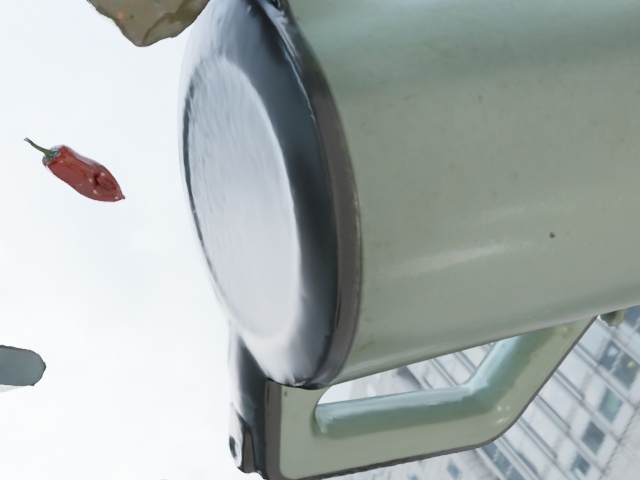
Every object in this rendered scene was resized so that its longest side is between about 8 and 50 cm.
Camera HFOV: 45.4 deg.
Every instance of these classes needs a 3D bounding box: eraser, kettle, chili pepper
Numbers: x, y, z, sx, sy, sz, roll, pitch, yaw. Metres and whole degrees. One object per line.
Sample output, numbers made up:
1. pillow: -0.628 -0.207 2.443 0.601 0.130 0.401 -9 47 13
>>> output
1. eraser: -0.670 0.258 1.513 0.174 0.081 0.227 18 -26 -37
2. kettle: 0.112 -0.010 0.526 0.377 0.250 0.360 -12 -56 -26
3. chili pepper: -0.365 -0.103 1.160 0.191 0.050 0.059 35 -123 -47

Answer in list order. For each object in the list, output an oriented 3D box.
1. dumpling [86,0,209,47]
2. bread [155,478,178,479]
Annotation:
1. dumpling: -0.122 -0.259 0.394 0.166 0.086 0.332 -30 -86 -31
2. bread: -0.144 0.307 0.675 0.193 0.193 0.064 8 -22 -39
